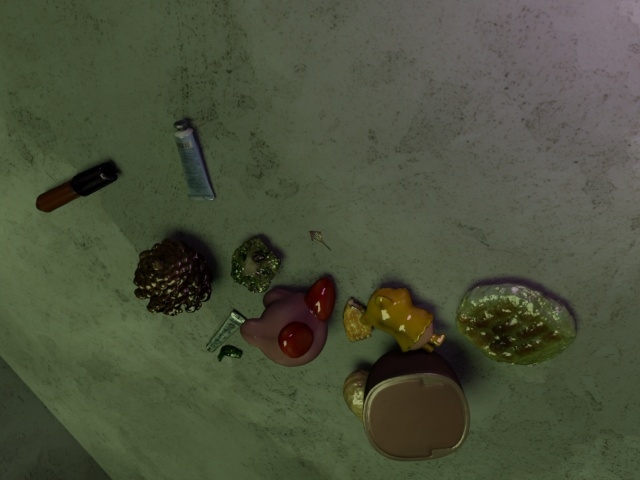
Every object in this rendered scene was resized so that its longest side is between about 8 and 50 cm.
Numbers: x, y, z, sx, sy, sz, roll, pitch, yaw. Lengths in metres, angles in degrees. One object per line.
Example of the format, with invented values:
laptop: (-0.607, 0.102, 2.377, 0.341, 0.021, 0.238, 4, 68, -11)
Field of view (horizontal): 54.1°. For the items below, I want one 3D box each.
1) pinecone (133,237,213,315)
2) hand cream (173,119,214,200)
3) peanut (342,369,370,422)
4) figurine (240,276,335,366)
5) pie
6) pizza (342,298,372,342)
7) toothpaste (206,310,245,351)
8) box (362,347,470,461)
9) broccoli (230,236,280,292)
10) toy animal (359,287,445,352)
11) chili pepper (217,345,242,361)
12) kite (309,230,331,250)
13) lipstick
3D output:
pinecone: (-0.447, 0.127, 1.957, 0.244, 0.243, 0.257, -22, 132, 37)
hand cream: (-0.367, -0.219, 1.777, 0.088, 0.055, 0.255, 4, 128, 16)
peanut: (0.193, 0.537, 1.989, 0.153, 0.140, 0.325, -40, 106, 15)
figurine: (-0.073, 0.271, 1.868, 0.262, 0.269, 0.211, -9, 125, 43)
pie: (0.501, 0.226, 1.639, 0.307, 0.071, 0.306, 15, 130, 19)
pizza: (0.113, 0.244, 1.879, 0.099, 0.035, 0.160, 11, 129, 21)
toothpaste: (-0.333, 0.320, 2.170, 0.062, 0.039, 0.239, 37, 131, -7)
box: (0.266, 0.447, 1.779, 0.301, 0.216, 0.300, 2, 109, 5)
broccoli: (-0.196, 0.070, 1.856, 0.146, 0.138, 0.162, 25, 94, 3)
toy animal: (0.231, 0.229, 1.738, 0.230, 0.156, 0.156, 31, 132, -1)
chili pepper: (-0.334, 0.403, 2.235, 0.118, 0.035, 0.055, -17, 97, 32)
kite: (-0.005, 0.002, 1.783, 0.044, 0.002, 0.078, -15, 115, 35)
lipstick: (-0.802, -0.166, 2.031, 0.419, 0.077, 0.077, -15, 115, 37)
